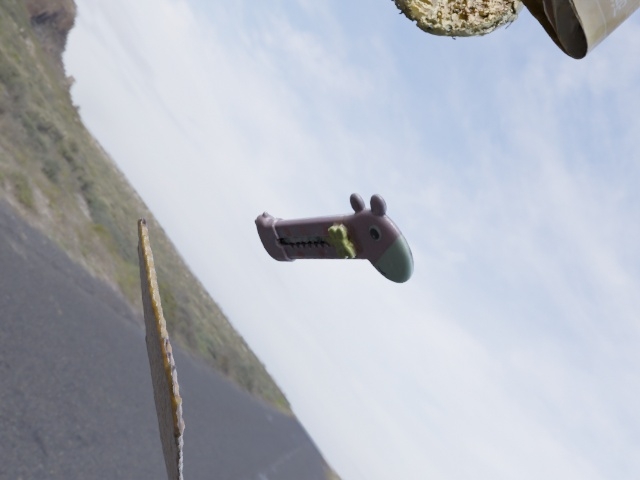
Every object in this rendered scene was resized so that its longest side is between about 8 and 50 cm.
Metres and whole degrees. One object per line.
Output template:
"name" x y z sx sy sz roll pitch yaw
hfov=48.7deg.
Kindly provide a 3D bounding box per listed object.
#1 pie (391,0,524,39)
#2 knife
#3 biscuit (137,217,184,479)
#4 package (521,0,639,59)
"pie" 0.248 -0.473 1.292 0.274 0.274 0.055 50 -19 23
"knife" -0.001 0.000 1.048 0.399 0.038 0.132 0 -67 60
"biscuit" -0.151 0.129 0.667 0.232 0.013 0.237 100 -23 -43
"package" 0.363 -0.399 0.805 0.221 0.311 0.165 50 -7 -5
